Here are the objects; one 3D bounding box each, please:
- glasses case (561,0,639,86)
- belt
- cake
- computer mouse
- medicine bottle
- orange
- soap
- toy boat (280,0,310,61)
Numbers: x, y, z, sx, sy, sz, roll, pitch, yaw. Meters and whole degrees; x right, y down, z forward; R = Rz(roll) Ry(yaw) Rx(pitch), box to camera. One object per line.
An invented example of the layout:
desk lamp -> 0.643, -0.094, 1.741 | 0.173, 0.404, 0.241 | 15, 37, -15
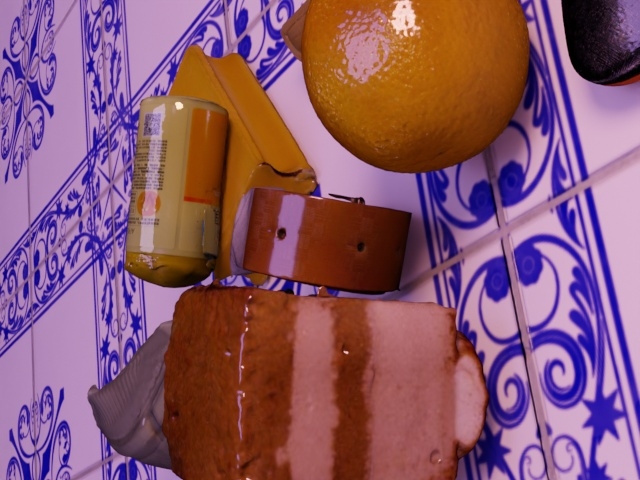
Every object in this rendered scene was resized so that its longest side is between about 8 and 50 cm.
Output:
glasses case -> 0.253, -0.263, 0.907 | 0.103, 0.067, 0.267 | -13, 73, 56
belt -> 0.000, 0.000, 1.128 | 0.261, 0.184, 0.105 | -94, 12, -87
cake -> 0.013, 0.141, 1.020 | 0.199, 0.293, 0.196 | -13, 75, 63
computer mouse -> -0.135, 0.194, 1.322 | 0.429, 0.228, 0.145 | -42, 56, 46
medicine bottle -> -0.182, -0.059, 1.354 | 0.124, 0.124, 0.239 | -1, 85, 59
orange -> 0.089, -0.179, 1.019 | 0.236, 0.236, 0.236 | -15, 72, 57
soap -> -0.132, -0.107, 1.482 | 0.204, 0.096, 0.324 | -64, 37, 28
toy boat -> 0.045, -0.320, 1.218 | 0.321, 0.089, 0.121 | -43, 66, 55
